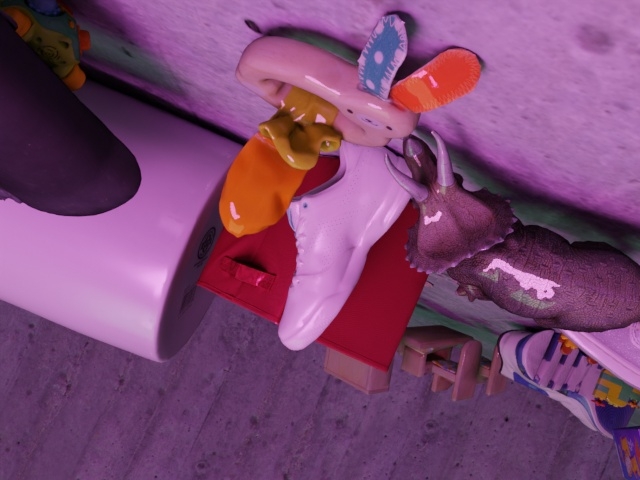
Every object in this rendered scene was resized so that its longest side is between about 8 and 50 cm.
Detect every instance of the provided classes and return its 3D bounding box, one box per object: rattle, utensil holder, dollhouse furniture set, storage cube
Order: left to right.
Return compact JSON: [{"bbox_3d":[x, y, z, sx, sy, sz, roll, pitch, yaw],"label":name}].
[{"bbox_3d":[-0.317,-0.054,0.863,0.385,0.328,0.327,21,173,4],"label":"utensil holder"},{"bbox_3d":[-0.002,-0.065,0.441,0.199,0.143,0.130,25,161,51],"label":"rattle"},{"bbox_3d":[0.003,0.020,0.790,0.215,0.193,0.183,29,172,-38],"label":"storage cube"},{"bbox_3d":[0.221,0.206,1.597,0.394,0.256,0.362,3,-170,-41],"label":"dollhouse furniture set"}]

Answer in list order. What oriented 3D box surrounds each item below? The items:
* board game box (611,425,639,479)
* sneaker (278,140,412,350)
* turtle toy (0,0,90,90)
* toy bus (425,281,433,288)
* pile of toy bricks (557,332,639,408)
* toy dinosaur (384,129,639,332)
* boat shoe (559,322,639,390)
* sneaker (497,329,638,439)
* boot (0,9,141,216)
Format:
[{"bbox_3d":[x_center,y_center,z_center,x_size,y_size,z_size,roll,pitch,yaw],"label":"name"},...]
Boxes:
[{"bbox_3d":[0.541,0.280,0.883,0.233,0.078,0.347,-12,161,16],"label":"board game box"},{"bbox_3d":[0.000,0.000,0.621,0.094,0.212,0.080,28,-172,-11],"label":"sneaker"},{"bbox_3d":[-0.272,-0.201,0.617,0.130,0.066,0.095,22,164,33],"label":"turtle toy"},{"bbox_3d":[0.100,0.081,1.257,0.202,0.104,0.191,23,173,17],"label":"toy bus"},{"bbox_3d":[0.445,0.203,0.977,0.212,0.105,0.118,24,173,11],"label":"pile of toy bricks"},{"bbox_3d":[0.184,0.029,0.526,0.313,0.121,0.160,27,-170,6],"label":"toy dinosaur"},{"bbox_3d":[0.376,0.113,0.668,0.320,0.103,0.118,29,-167,11],"label":"boat shoe"},{"bbox_3d":[0.466,0.255,1.288,0.315,0.127,0.182,35,173,-20],"label":"sneaker"},{"bbox_3d":[-0.228,-0.118,0.424,0.367,0.146,0.445,27,161,16],"label":"boot"}]
